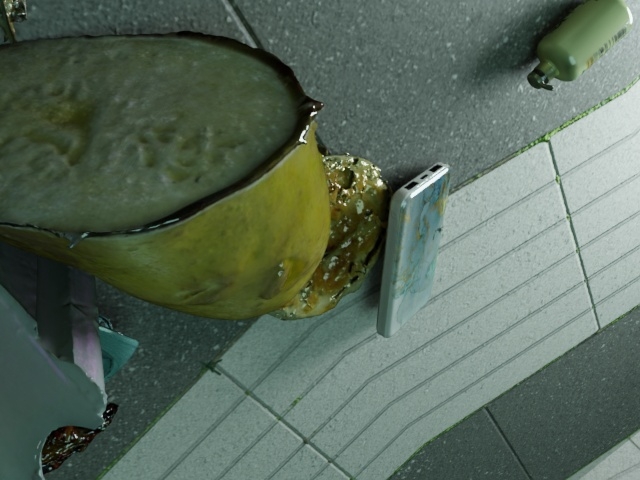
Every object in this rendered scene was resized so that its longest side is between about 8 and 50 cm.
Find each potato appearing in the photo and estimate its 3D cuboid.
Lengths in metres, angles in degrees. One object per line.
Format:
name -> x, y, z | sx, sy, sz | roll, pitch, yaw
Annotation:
potato -> -0.182, -0.023, 0.668 | 0.397, 0.290, 0.296 | -11, 140, -10

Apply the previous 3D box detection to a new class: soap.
soap -> -0.359, 0.066, 0.608 | 0.159, 0.302, 0.258 | -46, 130, 10

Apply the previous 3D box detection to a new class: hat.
hat -> -0.323, 0.140, 0.828 | 0.191, 0.078, 0.138 | -35, 129, 22

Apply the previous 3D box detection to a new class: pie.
pie -> 0.000, 0.000, 0.929 | 0.274, 0.055, 0.274 | -17, 126, -25

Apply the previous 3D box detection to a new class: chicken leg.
chicken leg -> -0.402, 0.290, 0.893 | 0.234, 0.063, 0.105 | -31, 127, -7

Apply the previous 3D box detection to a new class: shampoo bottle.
shampoo bottle -> 0.371, -0.285, 0.923 | 0.162, 0.079, 0.079 | -42, 133, 3

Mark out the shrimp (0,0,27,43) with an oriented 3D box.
shrimp -> -0.317, -0.257, 0.556 | 0.099, 0.041, 0.180 | -40, 142, -27

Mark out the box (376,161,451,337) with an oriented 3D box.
box -> 0.147, 0.020, 1.007 | 0.142, 0.044, 0.285 | -34, 139, -38
